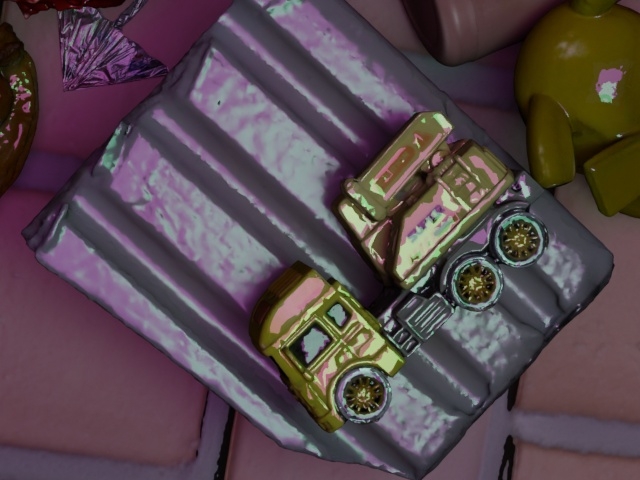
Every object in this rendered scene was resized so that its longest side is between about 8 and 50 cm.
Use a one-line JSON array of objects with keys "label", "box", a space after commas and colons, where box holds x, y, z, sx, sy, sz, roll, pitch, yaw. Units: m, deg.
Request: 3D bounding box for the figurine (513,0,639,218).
[{"label": "figurine", "box": [0.277, -0.115, 1.656, 0.326, 0.169, 0.218, 26, 83, -44]}]

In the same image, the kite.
[{"label": "kite", "box": [-0.199, -0.204, 1.738, 0.139, 0.011, 0.157, 41, 89, -10]}]

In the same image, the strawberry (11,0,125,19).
[{"label": "strawberry", "box": [-0.208, -0.348, 1.554, 0.292, 0.343, 0.292, 9, 74, -32]}]

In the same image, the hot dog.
[{"label": "hot dog", "box": [-0.362, -0.087, 1.654, 0.259, 0.114, 0.175, -39, 142, -1]}]

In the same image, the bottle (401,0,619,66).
[{"label": "bottle", "box": [0.215, -0.304, 1.703, 0.296, 0.173, 0.206, -21, 63, -5]}]

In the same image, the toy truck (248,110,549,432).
[{"label": "toy truck", "box": [0.056, 0.021, 1.515, 0.272, 0.124, 0.157, -45, 99, -3]}]

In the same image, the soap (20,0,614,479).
[{"label": "soap", "box": [0.000, 0.000, 1.673, 0.435, 0.213, 0.350, 40, 87, -8]}]
